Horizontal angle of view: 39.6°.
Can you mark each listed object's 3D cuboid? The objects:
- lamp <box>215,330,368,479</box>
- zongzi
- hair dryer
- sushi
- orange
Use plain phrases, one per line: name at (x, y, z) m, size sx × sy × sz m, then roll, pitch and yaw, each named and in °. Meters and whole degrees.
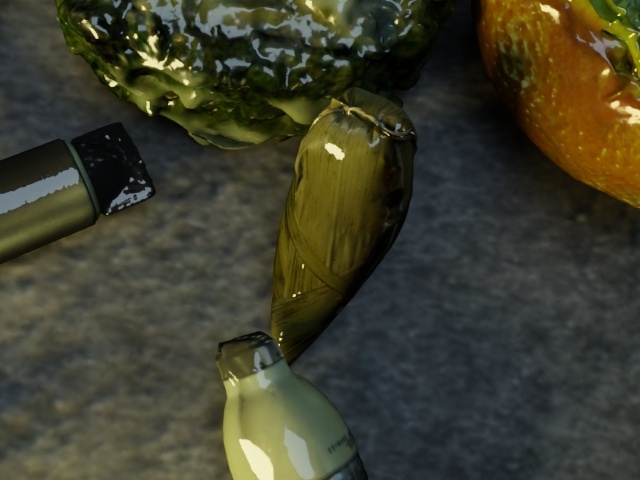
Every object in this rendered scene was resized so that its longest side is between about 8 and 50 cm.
lamp at (-0.013, 0.187, 0.687) m, size 0.101 × 0.101 × 0.250 m, roll -23°, pitch 89°, yaw -15°
zongzi at (0.001, 0.000, 0.683) m, size 0.094 × 0.205 × 0.204 m, roll 28°, pitch 76°, yaw 8°
hair dryer at (-0.274, -0.104, 0.726) m, size 0.195 × 0.078 × 0.248 m, roll -25°, pitch 77°, yaw -17°
sushi at (-0.051, -0.231, 0.740) m, size 0.351 × 0.178 × 0.294 m, roll 6°, pitch 77°, yaw -8°
orange at (0.262, -0.182, 0.774) m, size 0.335 × 0.196 × 0.262 m, roll 48°, pitch 67°, yaw -10°
